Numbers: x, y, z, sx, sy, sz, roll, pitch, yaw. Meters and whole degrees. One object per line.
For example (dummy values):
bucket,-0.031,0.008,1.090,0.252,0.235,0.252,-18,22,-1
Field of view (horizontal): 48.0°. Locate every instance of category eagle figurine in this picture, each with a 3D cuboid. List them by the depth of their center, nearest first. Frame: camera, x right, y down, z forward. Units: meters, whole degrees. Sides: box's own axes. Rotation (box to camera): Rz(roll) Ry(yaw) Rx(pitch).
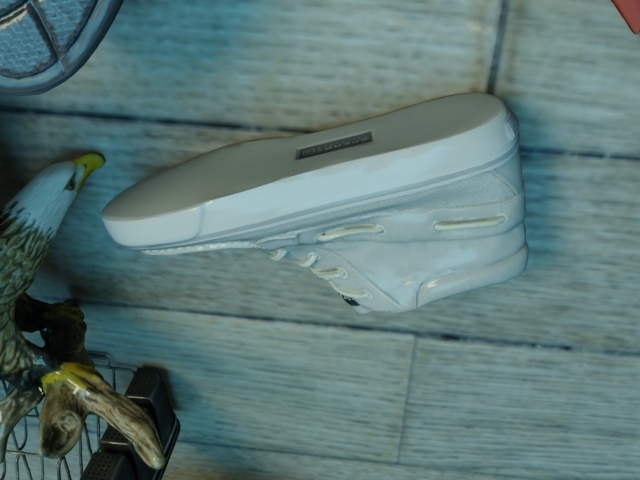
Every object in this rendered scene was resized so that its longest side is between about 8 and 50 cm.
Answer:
eagle figurine,-0.231,-0.002,0.433,0.226,0.225,0.298,-5,138,24

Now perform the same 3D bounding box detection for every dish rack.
dish rack,-0.264,0.163,0.552,0.271,0.208,0.074,7,119,4

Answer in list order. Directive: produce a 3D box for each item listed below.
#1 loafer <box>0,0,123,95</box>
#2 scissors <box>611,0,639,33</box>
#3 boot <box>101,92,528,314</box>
loafer,-0.075,-0.202,0.311,0.109,0.095,0.302,35,110,-22
scissors,0.192,-0.118,0.380,0.109,0.021,0.297,-33,116,26
boot,0.000,0.000,0.450,0.258,0.095,0.123,-10,119,14
